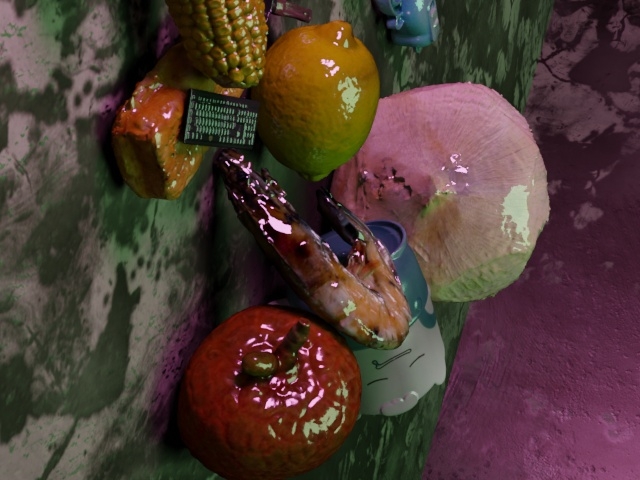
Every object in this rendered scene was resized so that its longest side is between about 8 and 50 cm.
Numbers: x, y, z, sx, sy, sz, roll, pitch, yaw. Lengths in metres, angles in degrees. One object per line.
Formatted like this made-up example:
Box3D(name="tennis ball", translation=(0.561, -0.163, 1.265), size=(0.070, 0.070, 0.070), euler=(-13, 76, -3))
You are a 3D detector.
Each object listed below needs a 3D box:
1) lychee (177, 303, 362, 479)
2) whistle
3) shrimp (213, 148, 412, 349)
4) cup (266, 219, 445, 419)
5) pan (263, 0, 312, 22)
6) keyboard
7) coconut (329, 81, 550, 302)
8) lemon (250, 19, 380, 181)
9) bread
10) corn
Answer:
Box3D(name="lychee", translation=(-0.066, 0.206, 1.619), size=(0.300, 0.255, 0.255), euler=(127, -14, -60))
Box3D(name="whistle", translation=(0.162, -0.452, 2.188), size=(0.274, 0.093, 0.186), euler=(76, 30, -45))
Box3D(name="shrimp", translation=(0.000, 0.000, 1.667), size=(0.071, 0.365, 0.233), euler=(-39, -175, 30))
Box3D(name="cup", translation=(0.037, 0.129, 1.876), size=(0.219, 0.289, 0.258), euler=(-119, -172, -55))
Box3D(name="pan", translation=(-0.073, -0.323, 1.625), size=(0.212, 0.040, 0.115), euler=(-1, 100, -64))
Box3D(name="keyboard", translation=(-0.114, -0.140, 1.408), size=(0.198, 0.010, 0.064), euler=(-7, 105, -71))
Box3D(name="coconut", translation=(0.198, -0.080, 2.044), size=(0.404, 0.404, 0.405), euler=(11, 90, -72))
Box3D(name="lemon", translation=(-0.009, -0.193, 1.680), size=(0.184, 0.184, 0.248), euler=(-50, 156, -56))
Box3D(name="bread", translation=(-0.157, -0.175, 1.401), size=(0.139, 0.077, 0.271), euler=(80, 27, -47))
Box3D(name="corn", translation=(-0.127, -0.316, 1.285), size=(0.119, 0.119, 0.322), euler=(-46, 127, -59))
